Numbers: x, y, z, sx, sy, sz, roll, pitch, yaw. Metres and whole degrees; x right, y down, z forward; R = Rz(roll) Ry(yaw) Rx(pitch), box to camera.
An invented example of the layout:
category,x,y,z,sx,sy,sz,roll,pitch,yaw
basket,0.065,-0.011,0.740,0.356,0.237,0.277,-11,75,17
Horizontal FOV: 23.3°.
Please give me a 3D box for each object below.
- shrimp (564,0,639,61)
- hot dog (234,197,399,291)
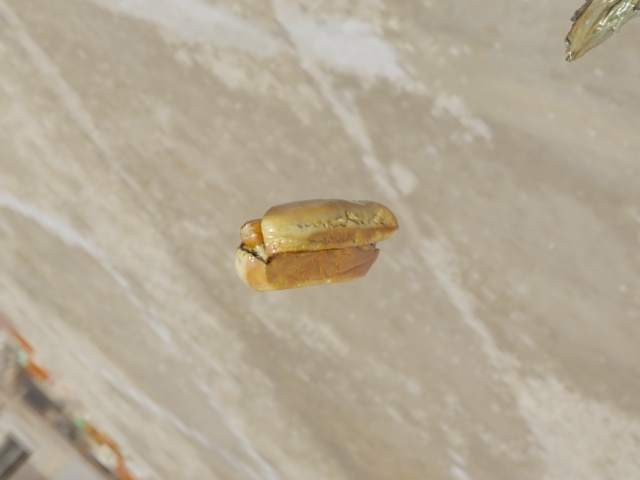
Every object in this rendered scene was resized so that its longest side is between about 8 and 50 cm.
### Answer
category,x,y,z,sx,sy,sz,roll,pitch,yaw
shrimp,0.285,-0.201,1.224,0.126,0.223,0.047,33,153,46
hot dog,0.000,0.000,1.419,0.062,0.092,0.235,41,-161,22
